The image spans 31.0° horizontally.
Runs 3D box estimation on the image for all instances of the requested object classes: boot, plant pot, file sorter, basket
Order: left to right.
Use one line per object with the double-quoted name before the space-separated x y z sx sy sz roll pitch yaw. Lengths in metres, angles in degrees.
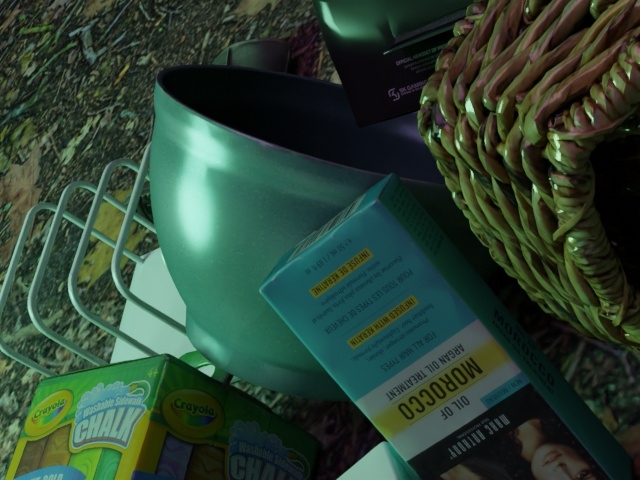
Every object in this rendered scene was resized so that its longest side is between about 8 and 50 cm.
"file sorter" -0.159 0.026 1.107 0.278 0.173 0.192 -22 45 39
"boot" -0.119 -0.120 1.252 0.190 0.076 0.208 -12 55 12
"plant pot" 0.000 0.000 0.884 0.293 0.293 0.196 40 120 55
"basket" 0.227 -0.035 0.589 0.223 0.299 0.213 17 75 54

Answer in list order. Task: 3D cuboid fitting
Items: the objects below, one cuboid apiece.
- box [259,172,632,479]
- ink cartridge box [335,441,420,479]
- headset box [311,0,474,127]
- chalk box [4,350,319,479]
"box" 0.080 0.086 0.716 0.100 0.244 0.060 -38 7 22
"ink cartridge box" 0.016 0.236 0.773 0.198 0.115 0.067 -43 36 18
"headset box" 0.153 -0.182 0.827 0.218 0.110 0.293 -14 9 43
"chalk box" -0.133 0.205 0.919 0.180 0.179 0.289 -17 49 41
